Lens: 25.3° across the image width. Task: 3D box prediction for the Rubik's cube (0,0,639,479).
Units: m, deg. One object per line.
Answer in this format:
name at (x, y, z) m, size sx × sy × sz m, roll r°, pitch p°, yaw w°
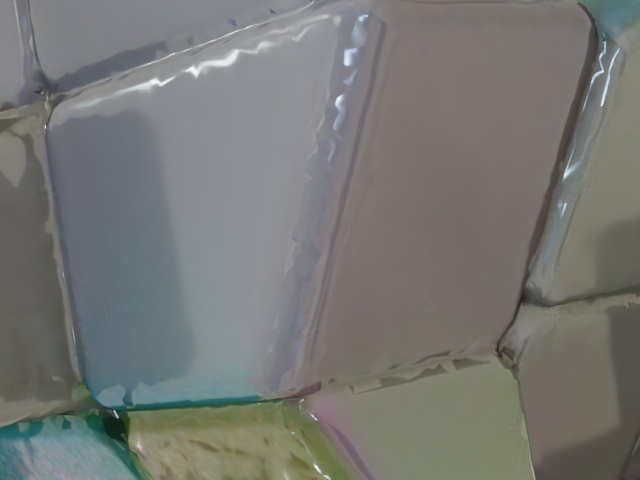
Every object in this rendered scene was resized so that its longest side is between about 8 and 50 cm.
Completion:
Rubik's cube at (0.000, 0.000, 0.522) m, size 0.358 × 0.387 × 0.368 m, roll -8°, pitch -59°, yaw -41°
